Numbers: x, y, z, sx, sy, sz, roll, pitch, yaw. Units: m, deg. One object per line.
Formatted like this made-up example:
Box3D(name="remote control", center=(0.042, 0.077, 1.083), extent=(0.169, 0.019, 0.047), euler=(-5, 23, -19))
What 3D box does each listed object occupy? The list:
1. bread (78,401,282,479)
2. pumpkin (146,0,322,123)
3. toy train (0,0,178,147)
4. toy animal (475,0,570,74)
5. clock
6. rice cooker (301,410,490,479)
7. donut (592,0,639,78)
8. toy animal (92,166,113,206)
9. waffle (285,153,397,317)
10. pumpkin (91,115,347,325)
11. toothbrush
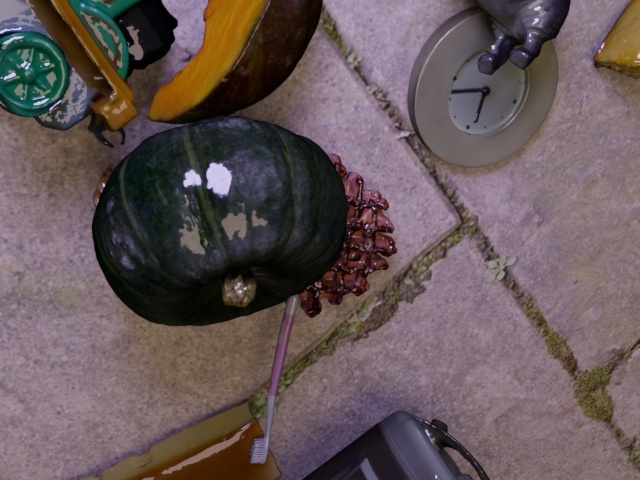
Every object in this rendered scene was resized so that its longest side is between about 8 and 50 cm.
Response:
Box3D(name="bread", center=(-0.250, 0.387, 1.157), extent=(0.361, 0.077, 0.138), euler=(-23, 122, -9))
Box3D(name="pumpkin", center=(-0.052, -0.243, 0.847), extent=(0.169, 0.148, 0.312), euler=(19, 100, -45))
Box3D(name="toy train", center=(-0.290, -0.293, 0.751), extent=(0.249, 0.178, 0.429), euler=(-39, 124, -13))
Box3D(name="toy animal", center=(0.206, -0.377, 0.894), extent=(0.168, 0.106, 0.343), euler=(-39, 118, -27))
Box3D(name="clock", center=(0.236, -0.218, 1.067), extent=(0.234, 0.029, 0.235), euler=(-9, 120, -17))
Box3D(name="rice cooker", center=(0.132, 0.466, 1.196), extent=(0.325, 0.335, 0.335), euler=(-35, 122, 1))
Box3D(name="donut", center=(0.547, -0.301, 1.109), extent=(0.259, 0.101, 0.152), euler=(11, 106, -21))
Box3D(name="toy animal", center=(-0.241, -0.058, 0.941), extent=(0.083, 0.081, 0.060), euler=(18, 113, -8))
Box3D(name="waffle", center=(0.000, 0.000, 1.072), extent=(0.221, 0.055, 0.234), euler=(-40, 118, 5))
Box3D(name="pumpkin", center=(-0.109, -0.013, 0.864), extent=(0.300, 0.207, 0.300), euler=(-19, 157, -9))
Box3D(name="toothbrush", center=(-0.069, 0.209, 1.097), extent=(0.025, 0.020, 0.287), euler=(4, 108, -26))
